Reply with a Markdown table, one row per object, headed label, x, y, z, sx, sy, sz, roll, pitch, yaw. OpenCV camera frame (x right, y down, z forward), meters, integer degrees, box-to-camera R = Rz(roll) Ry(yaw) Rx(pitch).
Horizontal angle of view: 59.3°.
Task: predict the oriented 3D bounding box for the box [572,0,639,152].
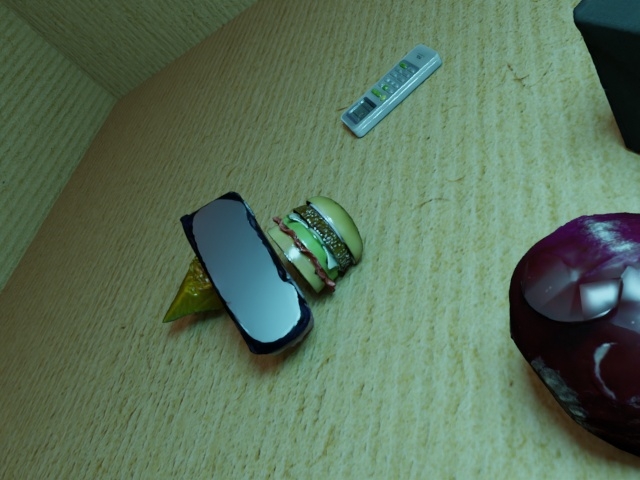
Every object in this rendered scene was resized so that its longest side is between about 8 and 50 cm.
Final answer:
| label | x | y | z | sx | sy | sz | roll | pitch | yaw |
| --- | --- | --- | --- | --- | --- | --- | --- | --- | --- |
| box | 0.491 | -0.188 | 0.579 | 0.204 | 0.251 | 0.345 | -44 | 36 | 4 |

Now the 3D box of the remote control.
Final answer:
| label | x | y | z | sx | sy | sz | roll | pitch | yaw |
| --- | --- | --- | --- | --- | --- | --- | --- | --- | --- |
| remote control | 0.158 | -0.340 | 1.275 | 0.250 | 0.034 | 0.103 | -42 | 35 | 9 |

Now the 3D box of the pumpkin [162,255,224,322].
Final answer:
| label | x | y | z | sx | sy | sz | roll | pitch | yaw |
| --- | --- | --- | --- | --- | --- | --- | --- | --- | --- |
| pumpkin | -0.222 | 0.084 | 1.200 | 0.248 | 0.126 | 0.131 | -50 | 25 | 27 |

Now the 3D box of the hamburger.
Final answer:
| label | x | y | z | sx | sy | sz | roll | pitch | yaw |
| --- | --- | --- | --- | --- | --- | --- | --- | --- | --- |
| hamburger | -0.002 | -0.002 | 1.003 | 0.137 | 0.175 | 0.175 | -40 | 34 | -7 |

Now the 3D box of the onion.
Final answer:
| label | x | y | z | sx | sy | sz | roll | pitch | yaw |
| --- | --- | --- | --- | --- | --- | --- | --- | --- | --- |
| onion | 0.304 | 0.089 | 0.540 | 0.216 | 0.206 | 0.207 | -36 | 36 | 17 |

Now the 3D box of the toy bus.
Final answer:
| label | x | y | z | sx | sy | sz | roll | pitch | yaw |
| --- | --- | --- | --- | --- | --- | --- | --- | --- | --- |
| toy bus | -0.123 | 0.059 | 0.995 | 0.127 | 0.147 | 0.303 | -34 | 71 | -2 |
